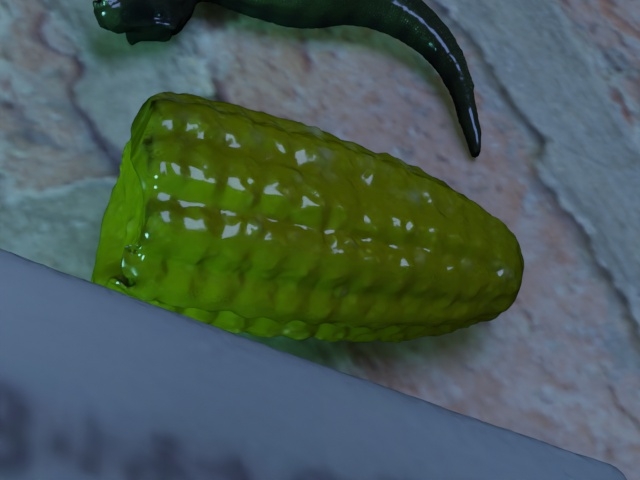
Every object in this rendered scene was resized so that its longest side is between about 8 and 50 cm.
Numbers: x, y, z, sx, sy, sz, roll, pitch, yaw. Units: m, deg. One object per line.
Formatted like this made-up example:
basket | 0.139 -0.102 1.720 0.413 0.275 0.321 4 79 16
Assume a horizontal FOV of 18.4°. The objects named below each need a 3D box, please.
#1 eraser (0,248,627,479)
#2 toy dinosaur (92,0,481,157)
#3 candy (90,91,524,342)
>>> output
eraser | -0.038 0.107 0.531 0.270 0.095 0.174 21 54 -22
toy dinosaur | -0.025 -0.107 1.028 0.187 0.087 0.179 -16 93 -15
candy | 0.000 0.000 0.891 0.199 0.094 0.106 13 45 -21
